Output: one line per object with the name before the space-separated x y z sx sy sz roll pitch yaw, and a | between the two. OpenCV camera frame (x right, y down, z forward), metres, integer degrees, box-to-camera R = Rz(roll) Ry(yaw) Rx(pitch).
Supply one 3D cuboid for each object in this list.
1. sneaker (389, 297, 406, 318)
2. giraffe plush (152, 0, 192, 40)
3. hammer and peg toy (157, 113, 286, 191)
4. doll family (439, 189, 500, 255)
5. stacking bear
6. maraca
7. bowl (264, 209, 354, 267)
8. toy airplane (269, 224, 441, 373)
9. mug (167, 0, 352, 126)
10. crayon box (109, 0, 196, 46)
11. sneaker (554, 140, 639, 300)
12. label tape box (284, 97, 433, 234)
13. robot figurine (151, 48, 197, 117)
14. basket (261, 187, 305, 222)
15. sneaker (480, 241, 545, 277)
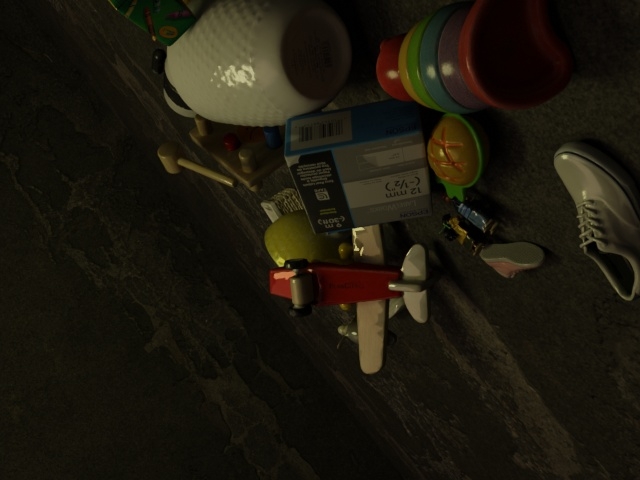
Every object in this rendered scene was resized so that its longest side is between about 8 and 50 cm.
sneaker | 0.202 0.183 1.743 0.094 0.080 0.212 61 163 8
giraffe plush | -0.355 -0.577 1.469 0.210 0.170 0.181 33 154 41
hammer and peg toy | -0.193 -0.233 1.440 0.266 0.361 0.127 39 157 28
doll family | 0.289 -0.038 1.165 0.111 0.076 0.193 47 155 24
stacking bear | 0.188 -0.268 0.866 0.175 0.164 0.289 59 163 -22
maraca | 0.238 -0.146 1.030 0.127 0.099 0.186 60 163 27
bowl | 0.000 0.000 1.681 0.289 0.289 0.156 46 117 14
toy airplane | 0.113 0.091 1.481 0.384 0.386 0.272 41 -167 1
mug | -0.105 -0.409 1.140 0.328 0.276 0.374 18 112 48
crayon box | -0.365 -0.500 1.058 0.278 0.081 0.165 51 -169 13
sneaker | 0.421 -0.026 0.858 0.258 0.091 0.094 52 160 -4
label tape box | 0.094 -0.105 1.170 0.348 0.249 0.115 69 -165 -49
robot figurine | -0.369 -0.468 1.700 0.278 0.209 0.174 145 108 -71
basket | -0.096 -0.077 1.871 0.167 0.103 0.113 59 165 -16
sneaker | 0.383 0.041 1.132 0.070 0.051 0.134 41 157 -32
